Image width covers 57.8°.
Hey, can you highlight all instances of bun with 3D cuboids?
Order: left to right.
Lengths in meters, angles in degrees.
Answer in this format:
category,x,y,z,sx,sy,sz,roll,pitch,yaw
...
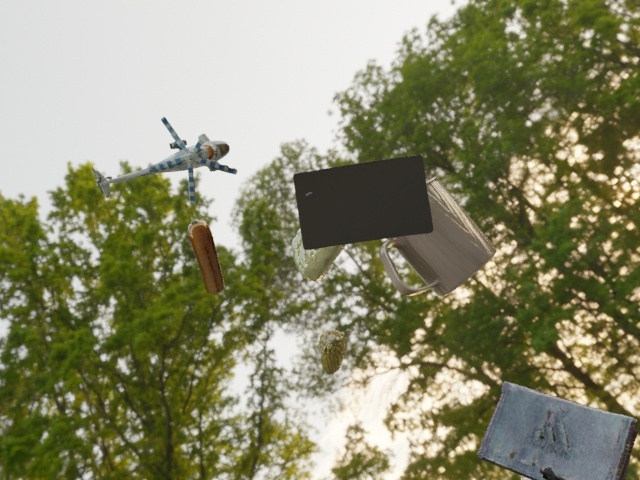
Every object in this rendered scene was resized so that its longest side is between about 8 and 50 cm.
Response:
category,x,y,z,sx,sy,sz,roll,pitch,yaw
bun,0.000,0.000,1.878,0.259,0.160,0.259,-56,-6,-9

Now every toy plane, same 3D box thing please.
category,x,y,z,sx,sy,sz,roll,pitch,yaw
toy plane,-0.326,-0.152,1.243,0.273,0.182,0.107,-34,9,5

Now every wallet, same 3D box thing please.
category,x,y,z,sx,sy,sz,roll,pitch,yaw
wallet,0.286,0.244,0.707,0.111,0.165,0.030,-59,-45,-22

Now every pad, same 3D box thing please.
category,x,y,z,sx,sy,sz,roll,pitch,yaw
pad,0.084,-0.076,1.164,0.265,0.160,0.009,-8,-1,6

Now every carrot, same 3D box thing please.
category,x,y,z,sx,sy,sz,roll,pitch,yaw
carrot,-0.325,0.042,1.651,0.067,0.067,0.225,-20,-65,-22

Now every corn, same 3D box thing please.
category,x,y,z,sx,sy,sz,roll,pitch,yaw
corn,0.036,0.364,1.892,0.086,0.086,0.288,-26,-27,-15

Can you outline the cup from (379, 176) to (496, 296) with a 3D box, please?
category,x,y,z,sx,sy,sz,roll,pitch,yaw
cup,0.295,0.000,1.539,0.208,0.273,0.288,-45,-8,35

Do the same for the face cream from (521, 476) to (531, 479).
category,x,y,z,sx,sy,sz,roll,pitch,yaw
face cream,0.620,0.665,1.480,0.152,0.177,0.177,-27,-34,6
